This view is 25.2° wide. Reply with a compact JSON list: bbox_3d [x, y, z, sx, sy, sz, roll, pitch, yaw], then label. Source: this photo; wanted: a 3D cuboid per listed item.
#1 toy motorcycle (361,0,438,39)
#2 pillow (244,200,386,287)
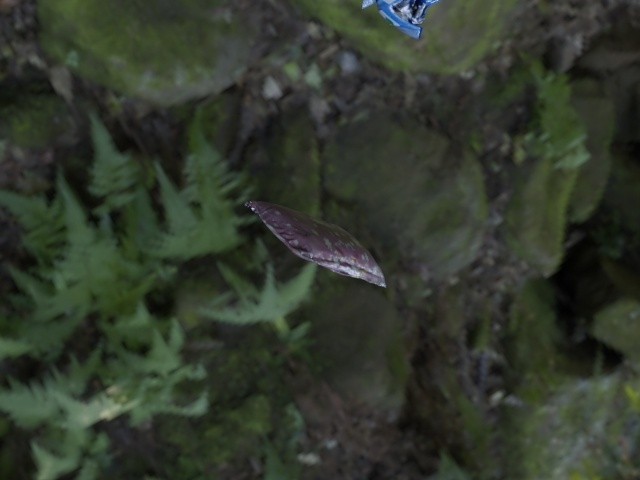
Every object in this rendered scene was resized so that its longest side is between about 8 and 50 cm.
[{"bbox_3d":[0.132,-0.299,1.519,0.254,0.135,0.092,-22,-175,10],"label":"toy motorcycle"},{"bbox_3d":[0.000,0.000,1.672,0.043,0.118,0.185,-52,148,11],"label":"pillow"}]
